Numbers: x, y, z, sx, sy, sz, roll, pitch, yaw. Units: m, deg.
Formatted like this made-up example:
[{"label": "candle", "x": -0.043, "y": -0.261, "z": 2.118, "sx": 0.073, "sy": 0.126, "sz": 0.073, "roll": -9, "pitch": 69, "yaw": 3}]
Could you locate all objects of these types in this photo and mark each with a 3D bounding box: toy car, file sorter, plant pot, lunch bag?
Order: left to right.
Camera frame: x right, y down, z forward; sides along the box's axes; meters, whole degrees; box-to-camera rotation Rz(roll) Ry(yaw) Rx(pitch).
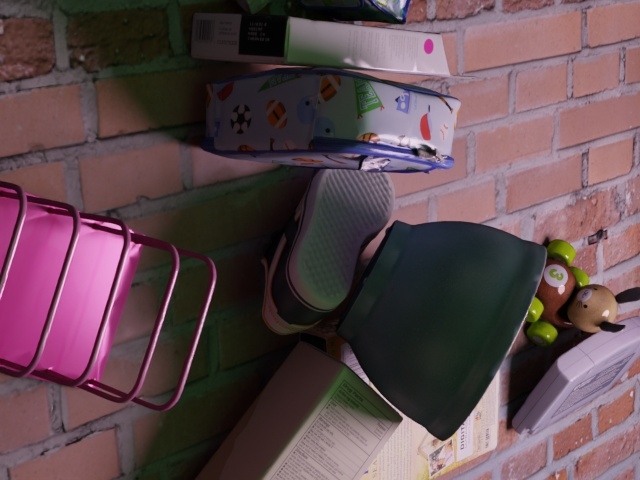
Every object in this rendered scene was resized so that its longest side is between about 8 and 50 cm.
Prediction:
[{"label": "file sorter", "x": -0.284, "y": 0.062, "z": 1.339, "sx": 0.290, "sy": 0.182, "sz": 0.202, "roll": 22, "pitch": 82, "yaw": -46}, {"label": "lunch bag", "x": 0.019, "y": -0.142, "z": 1.520, "sx": 0.243, "sy": 0.303, "sz": 0.115, "roll": 7, "pitch": 91, "yaw": -49}, {"label": "lunch bag", "x": 0.034, "y": -0.348, "z": 1.616, "sx": 0.151, "sy": 0.129, "sz": 0.096, "roll": 25, "pitch": 80, "yaw": -47}, {"label": "plant pot", "x": 0.142, "y": 0.091, "z": 1.621, "sx": 0.196, "sy": 0.293, "sz": 0.293, "roll": 28, "pitch": 74, "yaw": -1}, {"label": "toy car", "x": 0.459, "y": 0.105, "z": 2.120, "sx": 0.155, "sy": 0.188, "sz": 0.149, "roll": -55, "pitch": 132, "yaw": -23}]

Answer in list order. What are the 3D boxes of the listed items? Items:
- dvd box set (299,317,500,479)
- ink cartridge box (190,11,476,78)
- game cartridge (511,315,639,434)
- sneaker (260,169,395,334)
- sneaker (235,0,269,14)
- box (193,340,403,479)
[{"label": "dvd box set", "x": 0.135, "y": 0.240, "z": 1.906, "sx": 0.420, "sy": 0.062, "sz": 0.308, "roll": -16, "pitch": 110, "yaw": -44}, {"label": "ink cartridge box", "x": 0.027, "y": -0.251, "z": 1.595, "sx": 0.371, "sy": 0.175, "sz": 0.069, "roll": -1, "pitch": 99, "yaw": -46}, {"label": "game cartridge", "x": 0.484, "y": 0.236, "z": 2.205, "sx": 0.297, "sy": 0.062, "sz": 0.198, "roll": -18, "pitch": 143, "yaw": -43}, {"label": "sneaker", "x": 0.000, "y": 0.000, "z": 1.677, "sx": 0.126, "sy": 0.127, "sz": 0.321, "roll": 40, "pitch": 40, "yaw": -8}, {"label": "sneaker", "x": -0.107, "y": -0.382, "z": 1.500, "sx": 0.090, "sy": 0.095, "sz": 0.235, "roll": -53, "pitch": 151, "yaw": -30}, {"label": "box", "x": -0.048, "y": 0.307, "z": 1.635, "sx": 0.311, "sy": 0.121, "sz": 0.148, "roll": -52, "pitch": 123, "yaw": -11}]
